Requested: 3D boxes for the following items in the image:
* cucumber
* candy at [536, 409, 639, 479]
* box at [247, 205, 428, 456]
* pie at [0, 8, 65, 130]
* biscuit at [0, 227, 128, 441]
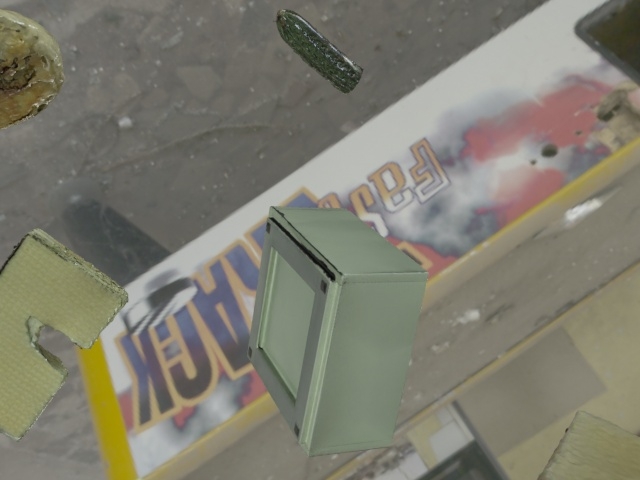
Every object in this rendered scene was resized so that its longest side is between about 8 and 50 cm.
[{"bbox_3d":[-0.004,-0.406,1.502,0.265,0.077,0.077,33,114,-31],"label":"cucumber"},{"bbox_3d":[0.411,0.382,1.011,0.320,0.179,0.135,-12,121,-60],"label":"candy"},{"bbox_3d":[0.005,0.097,0.845,0.117,0.225,0.225,1,110,-24],"label":"box"},{"bbox_3d":[-0.606,-0.281,1.199,0.339,0.077,0.339,-20,158,-9],"label":"pie"},{"bbox_3d":[-0.362,0.120,0.863,0.250,0.147,0.046,-53,-171,9],"label":"biscuit"}]
